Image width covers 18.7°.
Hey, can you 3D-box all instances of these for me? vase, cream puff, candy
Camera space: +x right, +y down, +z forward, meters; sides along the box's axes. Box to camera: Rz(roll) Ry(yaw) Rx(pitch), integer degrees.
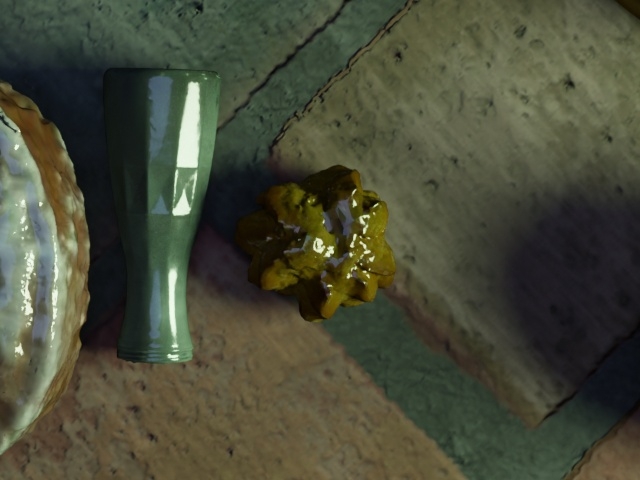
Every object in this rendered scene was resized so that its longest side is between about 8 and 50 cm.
[{"bbox_3d":[-0.118,-0.019,1.425,0.086,0.086,0.214,1,94,-3],"label":"vase"},{"bbox_3d":[0.000,0.000,1.422,0.122,0.094,0.116,23,86,1],"label":"cream puff"},{"bbox_3d":[-0.271,0.021,1.376,0.214,0.157,0.290,2,96,11],"label":"candy"}]

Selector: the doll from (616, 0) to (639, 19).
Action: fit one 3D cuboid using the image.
[{"bbox_3d":[0.361,-0.217,1.411,0.269,0.167,0.162,-27,71,-8],"label":"doll"}]
